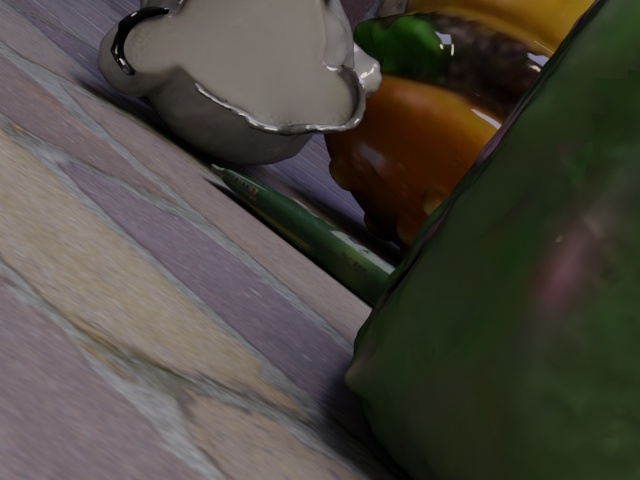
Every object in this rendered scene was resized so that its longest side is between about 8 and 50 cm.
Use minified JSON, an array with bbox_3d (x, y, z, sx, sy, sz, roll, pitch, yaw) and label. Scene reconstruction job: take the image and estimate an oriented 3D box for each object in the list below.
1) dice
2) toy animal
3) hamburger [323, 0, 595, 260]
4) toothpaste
[{"bbox_3d":[0.220,0.030,0.782,0.330,0.322,0.318,36,6,-2],"label":"dice"},{"bbox_3d":[-0.080,-0.158,1.450,0.257,0.194,0.357,9,-4,-14],"label":"toy animal"},{"bbox_3d":[0.192,-0.088,1.598,0.395,0.277,0.396,35,-15,10],"label":"hamburger"},{"bbox_3d":[0.000,0.000,1.217,0.204,0.031,0.049,36,4,25],"label":"toothpaste"}]
